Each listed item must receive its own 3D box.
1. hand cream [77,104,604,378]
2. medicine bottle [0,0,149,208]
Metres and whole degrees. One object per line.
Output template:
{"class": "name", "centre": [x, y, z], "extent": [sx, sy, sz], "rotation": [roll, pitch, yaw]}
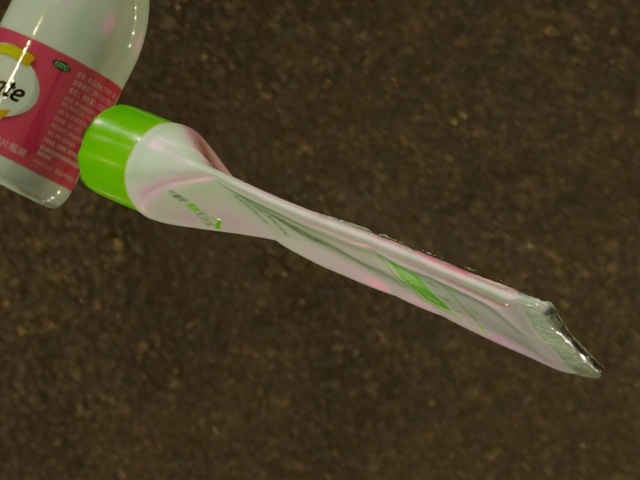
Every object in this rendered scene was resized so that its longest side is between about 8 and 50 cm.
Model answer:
{"class": "hand cream", "centre": [0.001, -0.001, 0.687], "extent": [0.079, 0.275, 0.050], "rotation": [-3, 112, -53]}
{"class": "medicine bottle", "centre": [-0.162, -0.134, 0.981], "extent": [0.090, 0.090, 0.216], "rotation": [28, 85, -37]}
